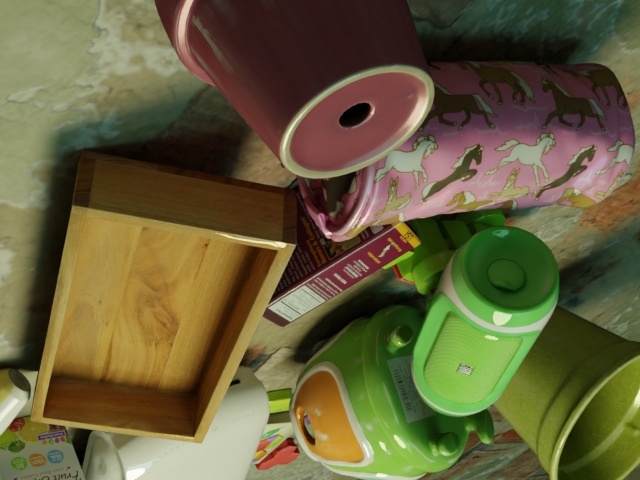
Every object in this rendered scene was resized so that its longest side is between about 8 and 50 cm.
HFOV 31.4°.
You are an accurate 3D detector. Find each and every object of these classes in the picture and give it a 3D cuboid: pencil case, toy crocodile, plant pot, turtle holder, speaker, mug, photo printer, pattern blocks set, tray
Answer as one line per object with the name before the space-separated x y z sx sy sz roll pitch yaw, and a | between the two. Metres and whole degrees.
pencil case | 0.152 -0.097 1.167 0.386 0.160 0.167 -8 172 -34
toy crocodile | 0.164 0.017 1.430 0.340 0.115 0.105 6 143 -45
plant pot | 0.375 0.220 1.781 0.276 0.254 0.276 -22 130 -28
turtle holder | 0.095 0.208 1.623 0.227 0.243 0.320 -25 -162 28
speaker | 0.186 0.102 1.332 0.131 0.131 0.296 -19 154 -17
mug | -0.366 0.177 1.285 0.064 0.062 0.078 -42 158 10
photo printer | -0.204 0.306 1.547 0.256 0.107 0.307 -20 145 -37
pattern blocks set | -0.128 0.321 1.793 0.324 0.026 0.285 -7 147 -34
plant pot | -0.008 -0.156 0.887 0.201 0.180 0.201 -21 153 -11
tray | -0.178 0.077 1.188 0.202 0.076 0.411 10 143 -14

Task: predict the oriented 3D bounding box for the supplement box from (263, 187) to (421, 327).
supplement box | 0.000 0.000 1.255 0.188 0.104 0.081 -32 154 10

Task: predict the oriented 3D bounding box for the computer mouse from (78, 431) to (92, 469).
computer mouse | -0.386 0.353 1.575 0.272 0.072 0.188 -33 154 -16

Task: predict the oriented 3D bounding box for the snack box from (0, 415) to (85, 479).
snack box | -0.348 0.285 1.397 0.100 0.141 0.037 -6 146 -35

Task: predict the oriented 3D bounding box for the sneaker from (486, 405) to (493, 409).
sneaker | 0.254 0.237 1.929 0.227 0.087 0.130 -8 154 -24
